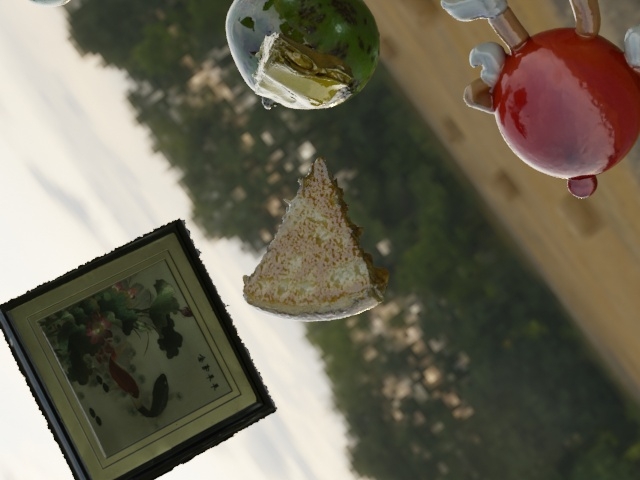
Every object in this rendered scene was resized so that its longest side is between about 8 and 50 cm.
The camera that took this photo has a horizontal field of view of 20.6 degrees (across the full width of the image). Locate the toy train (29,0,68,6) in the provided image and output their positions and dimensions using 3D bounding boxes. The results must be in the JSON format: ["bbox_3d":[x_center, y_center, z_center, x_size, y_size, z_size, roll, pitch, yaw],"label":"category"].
[{"bbox_3d":[-0.273,-0.344,1.604,0.202,0.145,0.266,15,-114,-30],"label":"toy train"}]

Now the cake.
[{"bbox_3d":[-0.054,-0.199,2.017,0.116,0.079,0.185,18,-171,-41],"label":"cake"}]

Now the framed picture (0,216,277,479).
[{"bbox_3d":[-0.155,0.103,1.516,0.195,0.199,0.010,63,153,-1],"label":"framed picture"}]

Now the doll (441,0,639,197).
[{"bbox_3d":[0.215,-0.141,1.524,0.217,0.183,0.085,65,-155,-24],"label":"doll"}]

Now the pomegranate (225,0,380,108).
[{"bbox_3d":[-0.012,-0.293,2.354,0.211,0.263,0.211,26,178,1],"label":"pomegranate"}]

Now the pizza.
[{"bbox_3d":[0.000,0.000,2.099,0.062,0.188,0.199,28,-114,-63],"label":"pizza"}]
